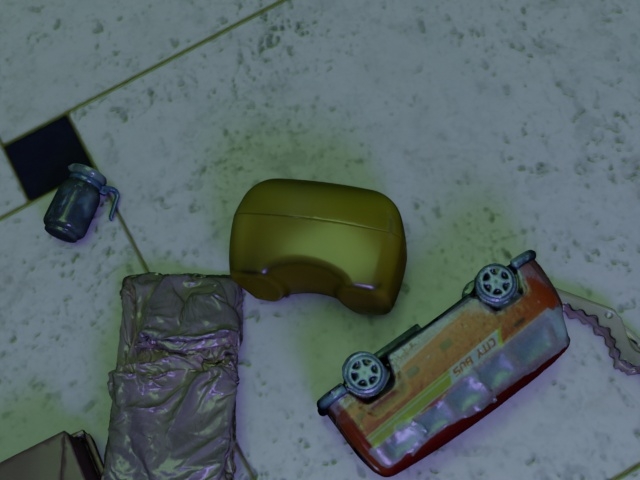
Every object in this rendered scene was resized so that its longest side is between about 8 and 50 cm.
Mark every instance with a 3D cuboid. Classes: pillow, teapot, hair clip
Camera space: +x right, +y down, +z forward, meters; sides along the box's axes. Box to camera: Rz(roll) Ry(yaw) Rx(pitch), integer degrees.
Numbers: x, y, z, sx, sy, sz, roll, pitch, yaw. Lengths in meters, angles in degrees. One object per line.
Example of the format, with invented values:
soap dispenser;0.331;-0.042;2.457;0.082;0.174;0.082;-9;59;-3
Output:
pillow;-0.148;0.138;1.116;0.135;0.049;0.248;3;61;-4
teapot;-0.264;-0.039;1.214;0.064;0.049;0.083;18;72;13
hair clip;0.320;0.116;1.100;0.072;0.034;0.226;-35;68;-11

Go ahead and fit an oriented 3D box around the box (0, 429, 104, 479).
box;-0.290;0.320;1.062;0.215;0.086;0.215;-26;68;-5

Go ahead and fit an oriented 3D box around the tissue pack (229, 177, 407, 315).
tissue pack;0.000;0.000;1.131;0.178;0.123;0.127;7;74;10

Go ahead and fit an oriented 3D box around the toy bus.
toy bus;0.128;0.122;1.080;0.265;0.121;0.119;-34;78;-8
